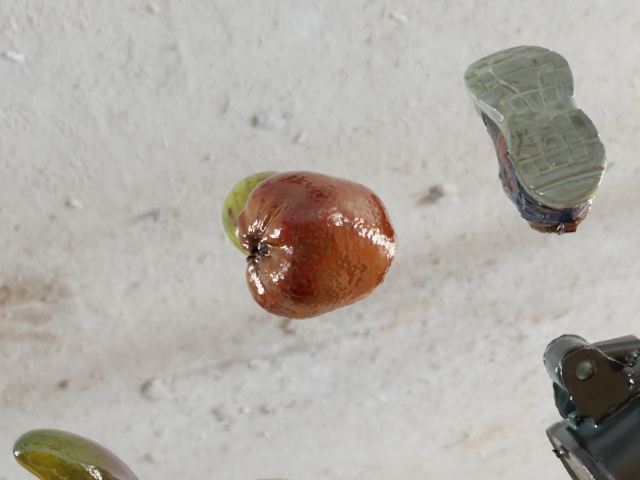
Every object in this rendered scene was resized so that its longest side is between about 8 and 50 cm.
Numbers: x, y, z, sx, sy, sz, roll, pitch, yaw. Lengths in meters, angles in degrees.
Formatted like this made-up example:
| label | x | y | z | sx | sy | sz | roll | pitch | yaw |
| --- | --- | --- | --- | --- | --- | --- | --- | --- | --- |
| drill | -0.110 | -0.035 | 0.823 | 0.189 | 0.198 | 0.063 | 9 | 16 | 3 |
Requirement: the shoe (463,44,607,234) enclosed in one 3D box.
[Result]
| label | x | y | z | sx | sy | sz | roll | pitch | yaw |
| --- | --- | --- | --- | --- | --- | --- | --- | --- | --- |
| shoe | 0.213 | -0.090 | 1.065 | 0.099 | 0.228 | 0.125 | -20 | 136 | 6 |

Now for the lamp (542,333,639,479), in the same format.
| label | x | y | z | sx | sy | sz | roll | pitch | yaw |
| --- | --- | --- | --- | --- | --- | --- | --- | --- | --- |
| lamp | 0.440 | 0.270 | 1.406 | 0.272 | 0.205 | 0.374 | -17 | 105 | -6 |

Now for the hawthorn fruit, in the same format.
| label | x | y | z | sx | sy | sz | roll | pitch | yaw |
| --- | --- | --- | --- | --- | --- | --- | --- | --- | --- |
| hawthorn fruit | 0.000 | 0.000 | 0.973 | 0.138 | 0.133 | 0.133 | -3 | 147 | -28 |

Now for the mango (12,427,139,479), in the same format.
| label | x | y | z | sx | sy | sz | roll | pitch | yaw |
| --- | --- | --- | --- | --- | --- | --- | --- | --- | --- |
| mango | -0.389 | 0.395 | 1.841 | 0.267 | 0.133 | 0.111 | 38 | 101 | -19 |

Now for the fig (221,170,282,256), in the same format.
| label | x | y | z | sx | sy | sz | roll | pitch | yaw |
| --- | --- | --- | --- | --- | --- | --- | --- | --- | --- |
| fig | -0.050 | 0.011 | 1.118 | 0.093 | 0.166 | 0.093 | -9 | 157 | -4 |

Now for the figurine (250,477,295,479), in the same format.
| label | x | y | z | sx | sy | sz | roll | pitch | yaw |
| --- | --- | --- | --- | --- | --- | --- | --- | --- | --- |
| figurine | -0.048 | 0.286 | 0.899 | 0.192 | 0.167 | 0.257 | 12 | 153 | -13 |
